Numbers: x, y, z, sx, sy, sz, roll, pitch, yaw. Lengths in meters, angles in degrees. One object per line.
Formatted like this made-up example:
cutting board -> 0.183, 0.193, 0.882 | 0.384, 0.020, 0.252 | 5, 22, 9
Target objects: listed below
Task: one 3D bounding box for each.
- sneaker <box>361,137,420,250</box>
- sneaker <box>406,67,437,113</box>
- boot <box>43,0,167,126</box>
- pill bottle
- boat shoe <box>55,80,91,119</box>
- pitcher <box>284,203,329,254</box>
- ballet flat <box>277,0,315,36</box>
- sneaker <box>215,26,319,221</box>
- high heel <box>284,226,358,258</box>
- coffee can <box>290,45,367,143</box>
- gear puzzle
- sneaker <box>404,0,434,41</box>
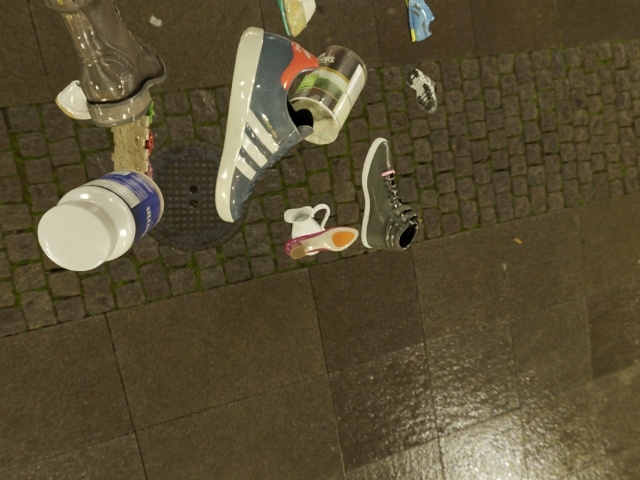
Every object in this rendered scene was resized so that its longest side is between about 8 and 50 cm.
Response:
sneaker -> 0.189, -0.108, 1.096 | 0.104, 0.146, 0.296 | -18, 116, -42
sneaker -> 0.423, -0.582, 1.682 | 0.106, 0.078, 0.234 | 8, 51, -31
boot -> -0.268, -0.291, 0.524 | 0.091, 0.263, 0.229 | -11, 132, -7
pill bottle -> -0.436, -0.048, 0.876 | 0.153, 0.265, 0.153 | 0, 111, 0
boat shoe -> -0.557, -0.387, 1.136 | 0.096, 0.277, 0.098 | -39, 100, 25
pitcher -> -0.034, -0.047, 1.703 | 0.177, 0.126, 0.207 | -18, 135, 0
ballet flat -> -0.073, -0.744, 1.353 | 0.123, 0.349, 0.123 | -5, 130, -6
sneaker -> -0.094, -0.171, 0.751 | 0.148, 0.131, 0.350 | 10, 128, -14
high heel -> 0.000, 0.000, 1.431 | 0.243, 0.117, 0.082 | -22, 109, -8
coffee can -> 0.023, -0.506, 1.497 | 0.201, 0.201, 0.276 | 33, 64, -16
gear puzzle -> -0.461, -0.309, 1.071 | 0.044, 0.175, 0.339 | -17, 127, -48
sneaker -> 0.317, -0.744, 1.376 | 0.082, 0.209, 0.069 | -14, 55, 12
